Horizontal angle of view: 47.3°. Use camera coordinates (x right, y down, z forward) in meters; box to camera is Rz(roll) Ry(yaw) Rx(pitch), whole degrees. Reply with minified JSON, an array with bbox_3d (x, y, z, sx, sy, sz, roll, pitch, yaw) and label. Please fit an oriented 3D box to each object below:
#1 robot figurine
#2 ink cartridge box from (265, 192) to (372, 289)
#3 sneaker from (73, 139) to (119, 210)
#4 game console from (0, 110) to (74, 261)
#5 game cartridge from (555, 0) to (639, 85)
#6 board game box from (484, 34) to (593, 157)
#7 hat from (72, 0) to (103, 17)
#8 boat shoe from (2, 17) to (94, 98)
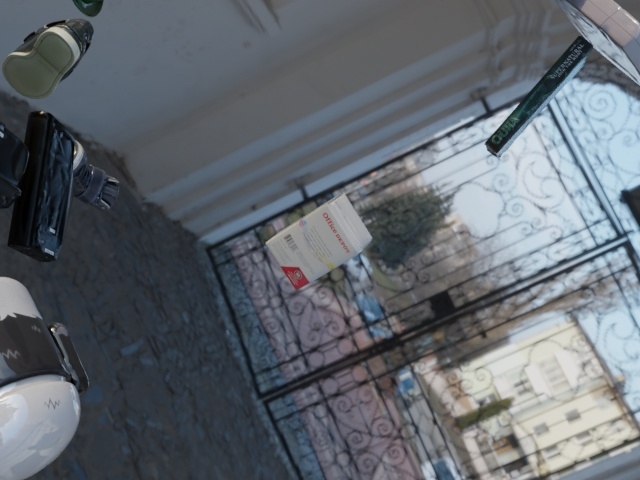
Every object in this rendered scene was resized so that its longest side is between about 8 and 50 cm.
[{"bbox_3d":[-0.406,0.157,0.880,0.278,0.209,0.174,55,-20,19],"label":"robot figurine"},{"bbox_3d":[0.000,0.000,1.599,0.128,0.176,0.127,58,25,-4],"label":"ink cartridge box"},{"bbox_3d":[-0.487,-0.134,1.534,0.163,0.086,0.226,29,-18,-29],"label":"sneaker"},{"bbox_3d":[-0.438,-0.107,1.040,0.361,0.043,0.213,77,16,-75],"label":"game console"},{"bbox_3d":[0.544,-0.399,1.384,0.198,0.062,0.297,39,20,-37],"label":"game cartridge"},{"bbox_3d":[0.305,-0.197,1.035,0.026,0.186,0.126,43,11,9],"label":"board game box"},{"bbox_3d":[-0.240,-0.391,0.996,0.173,0.183,0.209,82,6,-66],"label":"hat"},{"bbox_3d":[-0.633,-0.435,1.710,0.127,0.340,0.113,46,54,-20],"label":"boat shoe"}]
